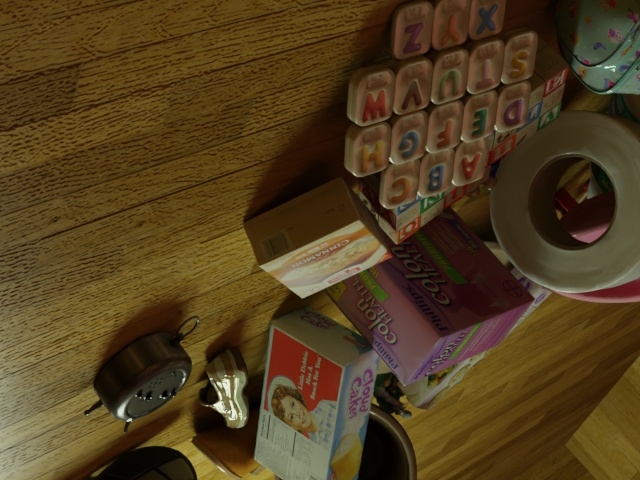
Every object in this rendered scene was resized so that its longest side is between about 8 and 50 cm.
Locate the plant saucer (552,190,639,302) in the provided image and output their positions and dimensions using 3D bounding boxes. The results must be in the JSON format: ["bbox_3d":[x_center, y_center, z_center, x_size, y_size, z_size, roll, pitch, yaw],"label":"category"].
[{"bbox_3d":[0.533,0.004,2.141,0.332,0.084,0.332,0,152,0],"label":"plant saucer"}]

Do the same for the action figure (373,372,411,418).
[{"bbox_3d":[0.132,0.277,2.383,0.063,0.137,0.232,-1,158,16],"label":"action figure"}]

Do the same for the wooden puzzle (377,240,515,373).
[{"bbox_3d":[0.221,0.107,2.247,0.322,0.080,0.348,-50,151,20],"label":"wooden puzzle"}]

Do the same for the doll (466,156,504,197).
[{"bbox_3d":[0.265,-0.145,1.881,0.129,0.046,0.189,-30,158,-28],"label":"doll"}]

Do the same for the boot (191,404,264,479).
[{"bbox_3d":[-0.087,0.290,2.077,0.211,0.104,0.295,-48,160,2],"label":"boot"}]

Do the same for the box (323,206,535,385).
[{"bbox_3d":[0.163,0.077,1.907,0.243,0.213,0.117,-16,147,-44],"label":"box"}]

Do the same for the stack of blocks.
[{"bbox_3d":[0.193,-0.142,1.718,0.297,0.087,0.171,-35,157,-14],"label":"stack of blocks"}]

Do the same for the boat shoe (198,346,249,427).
[{"bbox_3d":[-0.152,0.230,1.901,0.072,0.068,0.190,-20,142,-17],"label":"boat shoe"}]

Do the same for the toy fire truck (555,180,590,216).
[{"bbox_3d":[0.511,-0.078,2.395,0.135,0.047,0.192,-40,158,-1],"label":"toy fire truck"}]

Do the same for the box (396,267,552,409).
[{"bbox_3d":[0.276,0.177,2.262,0.324,0.063,0.067,-45,153,12],"label":"box"}]

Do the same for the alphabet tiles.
[{"bbox_3d":[0.152,-0.173,1.543,0.284,0.021,0.278,-19,130,-29],"label":"alphabet tiles"}]

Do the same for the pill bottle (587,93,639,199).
[{"bbox_3d":[0.576,-0.162,2.138,0.204,0.204,0.361,-33,156,-18],"label":"pill bottle"}]

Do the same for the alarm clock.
[{"bbox_3d":[-0.222,0.172,1.676,0.192,0.064,0.129,-51,156,16],"label":"alarm clock"}]

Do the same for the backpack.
[{"bbox_3d":[0.401,-0.289,1.681,0.144,0.166,0.188,-13,143,-29],"label":"backpack"}]

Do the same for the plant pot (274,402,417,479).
[{"bbox_3d":[0.058,0.418,2.367,0.263,0.263,0.229,-43,174,5],"label":"plant pot"}]

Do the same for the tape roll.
[{"bbox_3d":[0.410,-0.062,1.960,0.286,0.286,0.100,-52,156,25],"label":"tape roll"}]

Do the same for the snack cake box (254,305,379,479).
[{"bbox_3d":[-0.009,0.254,1.932,0.089,0.152,0.264,-21,130,-44],"label":"snack cake box"}]

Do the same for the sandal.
[{"bbox_3d":[-0.330,0.411,1.909,0.302,0.120,0.086,-30,-177,-21],"label":"sandal"}]

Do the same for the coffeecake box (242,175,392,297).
[{"bbox_3d":[0.000,0.000,1.652,0.142,0.068,0.185,-26,159,9],"label":"coffeecake box"}]
